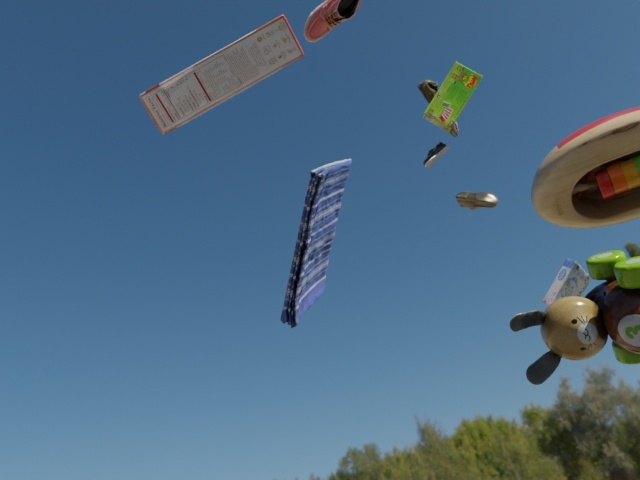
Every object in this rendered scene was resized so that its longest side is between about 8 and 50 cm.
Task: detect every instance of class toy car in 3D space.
[{"bbox_3d":[0.356,0.118,0.735,0.188,0.155,0.149,-19,3,2],"label":"toy car"}]

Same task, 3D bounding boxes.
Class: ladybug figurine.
[{"bbox_3d":[0.732,-0.190,1.328,0.449,0.162,0.305,-19,-49,20],"label":"ladybug figurine"}]

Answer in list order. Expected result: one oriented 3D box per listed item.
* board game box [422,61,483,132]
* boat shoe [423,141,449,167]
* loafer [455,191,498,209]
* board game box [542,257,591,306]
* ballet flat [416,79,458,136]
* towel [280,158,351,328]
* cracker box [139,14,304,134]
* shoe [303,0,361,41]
[{"bbox_3d":[0.390,-0.424,1.621,0.181,0.092,0.043,-59,-7,1],"label":"board game box"},{"bbox_3d":[0.371,-0.284,1.795,0.125,0.038,0.046,-41,-18,-25],"label":"boat shoe"},{"bbox_3d":[0.509,-0.126,1.775,0.056,0.148,0.050,-38,-56,-28],"label":"loafer"},{"bbox_3d":[0.443,0.088,0.984,0.090,0.020,0.090,31,-92,-42],"label":"board game box"},{"bbox_3d":[0.390,-0.424,1.757,0.058,0.084,0.250,-37,-51,14],"label":"ballet flat"},{"bbox_3d":[0.000,0.000,1.176,0.040,0.336,0.243,17,18,14],"label":"towel"},{"bbox_3d":[-0.148,-0.248,0.829,0.232,0.156,0.067,-29,-71,-1],"label":"cracker box"},{"bbox_3d":[0.028,-0.552,1.340,0.178,0.081,0.063,-41,-59,20],"label":"shoe"}]
